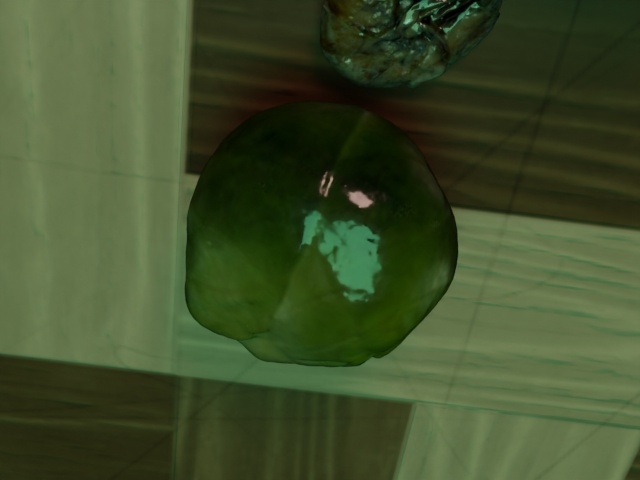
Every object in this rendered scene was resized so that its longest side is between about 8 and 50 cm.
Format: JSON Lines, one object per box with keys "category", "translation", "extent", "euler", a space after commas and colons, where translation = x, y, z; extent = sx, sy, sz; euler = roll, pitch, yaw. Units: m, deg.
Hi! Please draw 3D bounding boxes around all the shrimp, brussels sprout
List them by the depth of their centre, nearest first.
{"category": "shrimp", "translation": [0.051, -0.142, 0.458], "extent": [0.091, 0.034, 0.161], "euler": [1, 134, -13]}
{"category": "brussels sprout", "translation": [0.003, -0.002, 0.508], "extent": [0.155, 0.117, 0.155], "euler": [16, 140, 14]}
